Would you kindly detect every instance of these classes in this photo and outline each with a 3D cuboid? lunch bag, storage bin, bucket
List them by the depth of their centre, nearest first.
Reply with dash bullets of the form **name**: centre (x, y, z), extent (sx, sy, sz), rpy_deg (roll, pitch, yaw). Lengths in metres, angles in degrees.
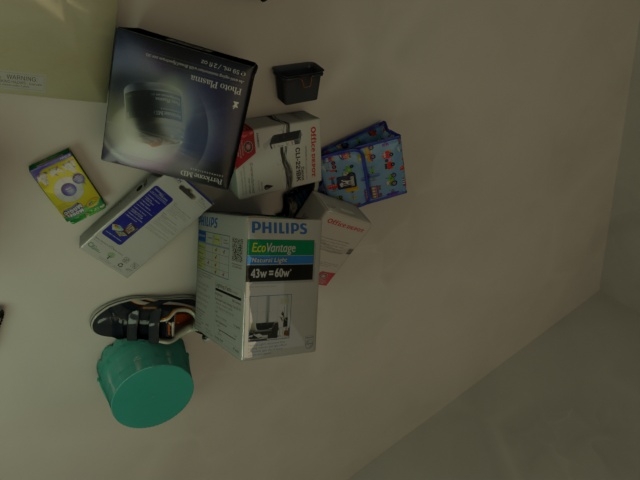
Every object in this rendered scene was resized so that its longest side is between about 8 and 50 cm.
- **storage bin**: centre (-0.060, -0.440, 1.348), extent (0.135, 0.098, 0.091), rpy_deg (-18, 135, -23)
- **bucket**: centre (-0.534, 0.427, 1.476), extent (0.281, 0.183, 0.281), rpy_deg (-15, 123, -24)
- **lunch bag**: centre (0.119, -0.230, 1.578), extent (0.293, 0.138, 0.221), rpy_deg (-21, 128, -7)

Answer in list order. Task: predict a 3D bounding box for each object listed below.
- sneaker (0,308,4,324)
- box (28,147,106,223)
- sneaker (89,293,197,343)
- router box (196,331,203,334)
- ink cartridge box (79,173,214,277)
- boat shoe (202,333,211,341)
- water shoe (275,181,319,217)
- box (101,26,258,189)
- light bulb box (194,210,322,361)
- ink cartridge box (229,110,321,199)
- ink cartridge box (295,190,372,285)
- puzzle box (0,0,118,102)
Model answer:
- **sneaker**: centre (-0.882, 0.241, 1.237), extent (0.073, 0.063, 0.162), rpy_deg (20, 101, -21)
- **box**: centre (-0.624, -0.127, 1.190), extent (0.105, 0.043, 0.179), rpy_deg (-31, 130, -14)
- **sneaker**: centre (-0.510, 0.239, 1.424), extent (0.321, 0.127, 0.126), rpy_deg (-7, 121, -28)
- **router box**: centre (-0.352, 0.266, 1.597), extent (0.092, 0.038, 0.122), rpy_deg (34, 95, -40)
- **ink cartridge box**: centre (-0.467, -0.056, 1.290), extent (0.332, 0.065, 0.165), rpy_deg (-38, 131, 5)
- **boat shoe**: centre (-0.337, 0.270, 1.555), extent (0.142, 0.049, 0.040), rpy_deg (-44, 125, -12)
- **water shoe**: centre (-0.073, -0.136, 1.522), extent (0.080, 0.073, 0.203), rpy_deg (15, 106, -36)
- **box**: centre (-0.325, -0.307, 1.123), extent (0.296, 0.183, 0.294), rpy_deg (12, 112, -10)
- **light bulb box**: centre (-0.188, 0.104, 1.339), extent (0.225, 0.358, 0.361), rpy_deg (1, 95, -34)
- **ink cartridge box**: centre (-0.137, -0.253, 1.384), extent (0.272, 0.114, 0.197), rpy_deg (-17, 123, -25)
- **ink cartridge box**: centre (0.000, 0.000, 1.550), extent (0.207, 0.117, 0.283), rpy_deg (15, 121, -40)
- **puzzle box**: centre (-0.625, -0.429, 0.939), extent (0.408, 0.052, 0.272), rpy_deg (-5, 130, -41)
